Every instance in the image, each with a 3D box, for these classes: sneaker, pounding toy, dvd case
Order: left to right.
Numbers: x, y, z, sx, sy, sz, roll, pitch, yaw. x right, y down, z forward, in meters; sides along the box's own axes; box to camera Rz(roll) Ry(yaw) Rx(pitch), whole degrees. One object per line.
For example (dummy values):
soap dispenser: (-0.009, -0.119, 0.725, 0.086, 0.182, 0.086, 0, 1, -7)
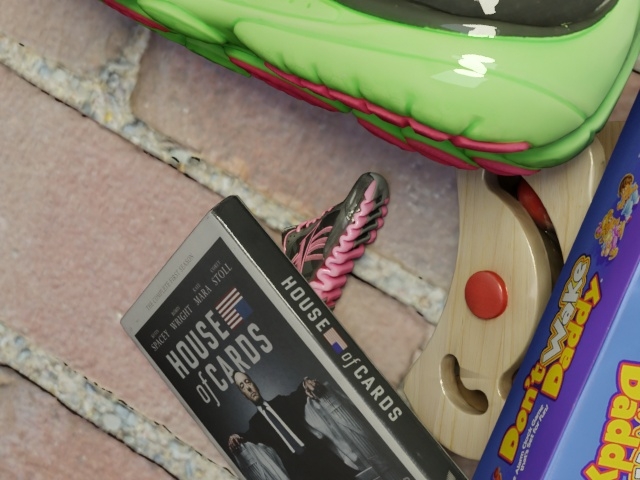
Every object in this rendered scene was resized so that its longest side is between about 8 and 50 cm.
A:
sneaker: (-0.032, -0.204, 0.614, 0.483, 0.185, 0.202, 28, 90, 22)
dvd case: (-0.024, 0.106, 0.705, 0.238, 0.029, 0.179, 50, 140, 4)
sneaker: (0.000, 0.000, 0.717, 0.057, 0.047, 0.119, 37, 108, 21)
pounding toy: (0.153, 0.047, 0.659, 0.154, 0.155, 0.269, -7, 88, 48)

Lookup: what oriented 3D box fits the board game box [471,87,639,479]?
board game box: (0.226, 0.073, 0.521, 0.233, 0.078, 0.347, 21, 96, -10)
